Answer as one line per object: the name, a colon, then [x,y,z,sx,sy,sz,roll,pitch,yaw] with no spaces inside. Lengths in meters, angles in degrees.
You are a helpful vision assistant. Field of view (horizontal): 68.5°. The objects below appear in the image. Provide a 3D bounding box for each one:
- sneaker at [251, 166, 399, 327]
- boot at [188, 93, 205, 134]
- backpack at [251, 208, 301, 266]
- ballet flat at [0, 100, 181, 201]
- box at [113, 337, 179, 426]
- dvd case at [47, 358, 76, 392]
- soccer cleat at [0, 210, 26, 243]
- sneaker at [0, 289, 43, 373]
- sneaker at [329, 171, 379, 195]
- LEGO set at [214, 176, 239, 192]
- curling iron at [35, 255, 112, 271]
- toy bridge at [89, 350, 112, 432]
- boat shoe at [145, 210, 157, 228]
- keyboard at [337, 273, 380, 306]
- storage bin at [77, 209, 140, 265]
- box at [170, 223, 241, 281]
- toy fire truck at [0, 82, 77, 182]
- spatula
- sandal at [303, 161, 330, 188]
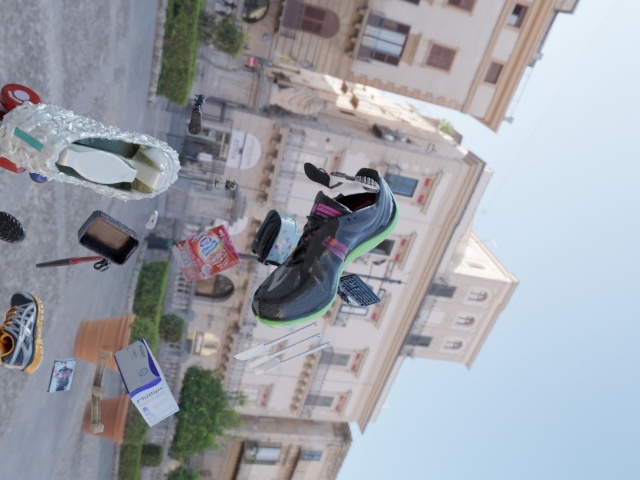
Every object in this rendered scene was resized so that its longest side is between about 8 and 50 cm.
sneaker: [0.000,0.000,1.094,0.483,0.185,0.202,-48,136,-29]
boot: [-0.436,-0.448,1.663,0.121,0.045,0.099,117,-22,-48]
backpack: [-0.154,-0.014,1.715,0.166,0.144,0.188,49,-56,55]
ballet flat: [-0.372,-0.133,0.867,0.409,0.147,0.147,1,101,-70]
box: [-0.383,0.312,1.033,0.126,0.072,0.137,42,-30,42]
dvd case: [-0.976,0.508,1.774,0.087,0.013,0.119,23,74,-63]
soccer cleat: [-1.365,-0.076,1.967,0.108,0.318,0.116,-63,180,-20]
sneaker: [-0.702,0.203,1.089,0.084,0.083,0.215,-42,-125,19]
sneaker: [0.070,-0.114,0.995,0.040,0.109,0.043,-60,162,-63]
LEGO set: [-0.319,-0.191,1.590,0.023,0.083,0.054,-19,-131,64]
curling iron: [-0.956,0.092,1.827,0.035,0.274,0.068,149,-60,-75]
toy bridge: [-0.523,0.355,1.108,0.063,0.026,0.188,-8,-104,53]
boat shoe: [-0.687,-0.086,1.919,0.100,0.035,0.035,-50,-152,42]
keyboard: [0.100,0.162,1.385,0.100,0.192,0.038,-16,-128,24]
storage bin: [-0.755,-0.009,1.680,0.122,0.180,0.084,-51,-144,0]
box: [-0.352,0.042,1.425,0.257,0.123,0.128,-14,-79,62]
toy fire truck: [-0.828,-0.274,1.332,0.169,0.302,0.254,-41,-144,31]
spatula: [-0.096,0.301,1.298,0.168,0.242,0.019,63,4,-47]
sandal: [0.008,-0.257,1.888,0.040,0.179,0.067,-44,161,-42]
